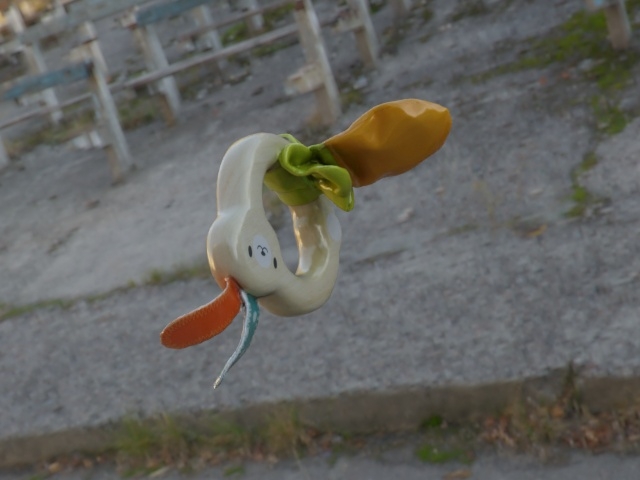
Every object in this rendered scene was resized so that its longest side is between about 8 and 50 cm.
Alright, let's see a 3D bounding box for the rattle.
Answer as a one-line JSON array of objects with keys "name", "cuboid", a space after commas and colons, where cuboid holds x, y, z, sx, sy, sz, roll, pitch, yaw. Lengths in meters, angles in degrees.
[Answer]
[{"name": "rattle", "cuboid": [0.000, 0.000, 0.677, 0.143, 0.130, 0.199, 0, 24, 18]}]
